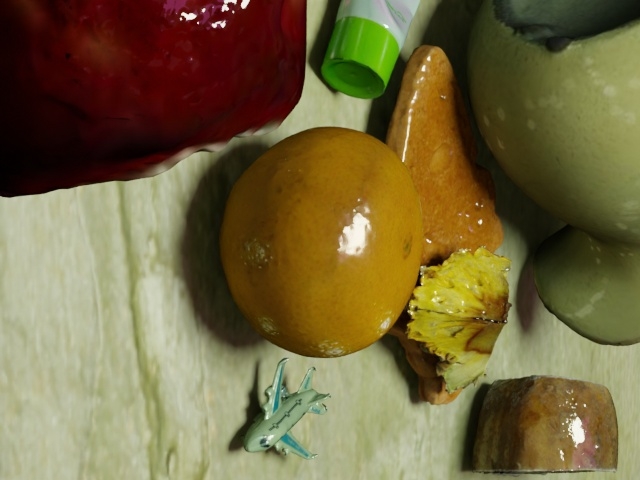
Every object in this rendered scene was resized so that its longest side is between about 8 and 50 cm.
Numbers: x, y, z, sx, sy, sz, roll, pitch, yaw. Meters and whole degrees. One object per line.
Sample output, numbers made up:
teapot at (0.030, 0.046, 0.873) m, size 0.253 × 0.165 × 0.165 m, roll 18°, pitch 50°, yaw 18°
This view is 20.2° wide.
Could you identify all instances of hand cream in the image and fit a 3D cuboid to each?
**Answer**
hand cream at (0.064, -0.228, 1.336) m, size 0.079 × 0.050 × 0.275 m, roll 83°, pitch 24°, yaw -60°

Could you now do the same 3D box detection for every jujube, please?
jujube at (-0.110, -0.206, 0.956) m, size 0.258 × 0.258 × 0.376 m, roll 0°, pitch 98°, yaw -53°

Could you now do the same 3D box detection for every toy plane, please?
toy plane at (-0.028, 0.123, 1.247) m, size 0.083 × 0.033 × 0.080 m, roll -34°, pitch 120°, yaw -38°

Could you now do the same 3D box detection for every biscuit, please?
biscuit at (0.082, -0.009, 1.370) m, size 0.183 × 0.043 × 0.280 m, roll -26°, pitch 113°, yaw -52°

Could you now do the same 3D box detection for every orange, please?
orange at (0.000, 0.000, 1.200) m, size 0.156 × 0.124 × 0.156 m, roll 7°, pitch 90°, yaw -70°

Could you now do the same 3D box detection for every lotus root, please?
lotus root at (0.188, 0.157, 1.463) m, size 0.112 × 0.122 × 0.081 m, roll 12°, pitch 76°, yaw -28°

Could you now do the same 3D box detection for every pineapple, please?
pineapple at (0.112, 0.069, 1.343) m, size 0.114 × 0.077 × 0.114 m, roll -34°, pitch 135°, yaw -41°

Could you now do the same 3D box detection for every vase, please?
vase at (0.293, -0.099, 1.403) m, size 0.241 × 0.329 × 0.302 m, roll -94°, pitch 163°, yaw -52°
